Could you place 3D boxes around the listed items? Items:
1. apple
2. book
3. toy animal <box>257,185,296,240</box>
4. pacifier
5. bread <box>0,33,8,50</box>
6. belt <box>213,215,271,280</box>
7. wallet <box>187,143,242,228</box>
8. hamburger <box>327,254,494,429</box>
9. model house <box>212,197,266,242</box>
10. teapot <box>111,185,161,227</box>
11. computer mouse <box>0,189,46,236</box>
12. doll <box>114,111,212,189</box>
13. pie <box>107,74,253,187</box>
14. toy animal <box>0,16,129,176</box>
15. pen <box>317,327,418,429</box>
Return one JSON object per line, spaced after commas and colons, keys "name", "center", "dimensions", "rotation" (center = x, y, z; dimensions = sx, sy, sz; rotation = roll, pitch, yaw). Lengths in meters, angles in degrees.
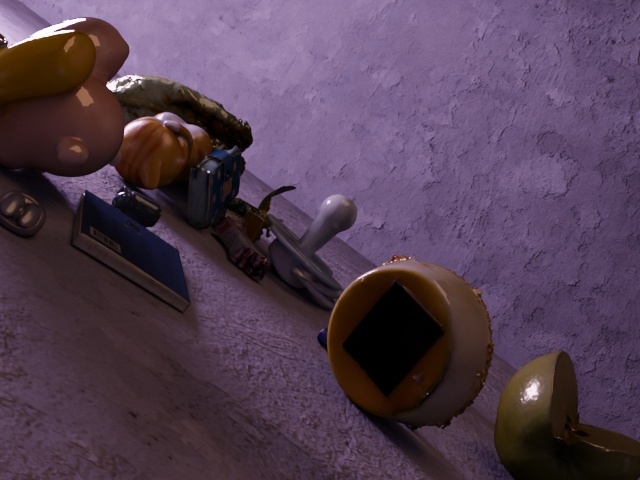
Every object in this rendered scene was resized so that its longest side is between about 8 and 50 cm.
{"name": "apple", "center": [0.459, 0.384, 1.867], "dimensions": [0.295, 0.233, 0.258], "rotation": [48, 22, 10]}
{"name": "book", "center": [-0.291, 0.011, 1.492], "dimensions": [0.191, 0.025, 0.269], "rotation": [35, 6, -19]}
{"name": "toy animal", "center": [-0.163, -0.045, 2.392], "dimensions": [0.219, 0.155, 0.095], "rotation": [-26, 80, -36]}
{"name": "pacifier", "center": [0.000, 0.000, 2.211], "dimensions": [0.244, 0.233, 0.299], "rotation": [38, 7, -14]}
{"name": "bread", "center": [-0.704, -0.381, 1.776], "dimensions": [0.210, 0.109, 0.192], "rotation": [36, 12, 5]}
{"name": "belt", "center": [-0.170, 0.012, 2.034], "dimensions": [0.071, 0.053, 0.232], "rotation": [42, 2, -32]}
{"name": "wallet", "center": [-0.225, -0.123, 2.095], "dimensions": [0.059, 0.141, 0.202], "rotation": [9, 23, 12]}
{"name": "hamburger", "center": [0.151, 0.166, 1.614], "dimensions": [0.294, 0.276, 0.179], "rotation": [45, 21, 31]}
{"name": "model house", "center": [-0.179, -0.039, 2.193], "dimensions": [0.101, 0.087, 0.100], "rotation": [30, 7, -22]}
{"name": "teapot", "center": [-0.326, -0.062, 1.721], "dimensions": [0.083, 0.049, 0.063], "rotation": [33, 7, -25]}
{"name": "computer mouse", "center": [-0.387, -0.040, 1.261], "dimensions": [0.066, 0.039, 0.096], "rotation": [35, 7, -11]}
{"name": "doll", "center": [-0.341, -0.189, 2.060], "dimensions": [0.167, 0.162, 0.269], "rotation": [24, 6, 10]}
{"name": "pie", "center": [-0.371, -0.266, 2.332], "dimensions": [0.418, 0.180, 0.395], "rotation": [25, -14, -4]}
{"name": "toy animal", "center": [-0.431, -0.202, 1.559], "dimensions": [0.345, 0.278, 0.246], "rotation": [-88, 154, -70]}
{"name": "pen", "center": [0.087, 0.248, 1.759], "dimensions": [0.269, 0.033, 0.033], "rotation": [41, 8, 35]}
